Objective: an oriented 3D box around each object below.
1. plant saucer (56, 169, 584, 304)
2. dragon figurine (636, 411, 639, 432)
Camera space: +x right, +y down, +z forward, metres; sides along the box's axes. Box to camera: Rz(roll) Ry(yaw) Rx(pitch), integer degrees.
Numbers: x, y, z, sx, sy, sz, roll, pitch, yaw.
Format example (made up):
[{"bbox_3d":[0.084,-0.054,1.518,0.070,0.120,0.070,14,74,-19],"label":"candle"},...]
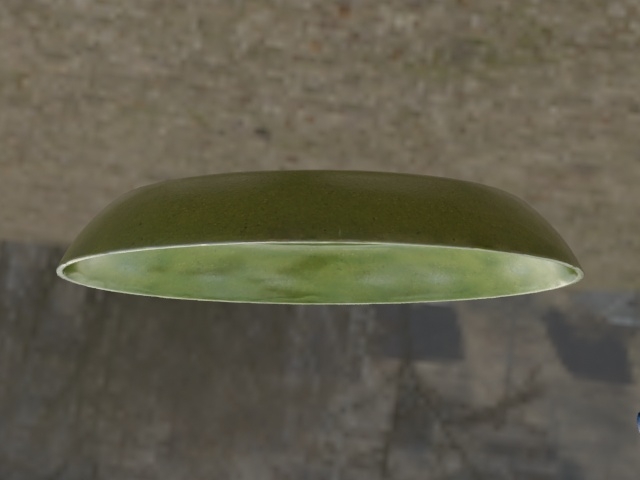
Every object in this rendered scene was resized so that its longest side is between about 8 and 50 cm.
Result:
[{"bbox_3d":[0.000,0.000,0.887,0.241,0.037,0.241,0,173,0],"label":"plant saucer"},{"bbox_3d":[0.232,0.130,0.653,0.289,0.085,0.144,12,-155,-10],"label":"dragon figurine"}]
